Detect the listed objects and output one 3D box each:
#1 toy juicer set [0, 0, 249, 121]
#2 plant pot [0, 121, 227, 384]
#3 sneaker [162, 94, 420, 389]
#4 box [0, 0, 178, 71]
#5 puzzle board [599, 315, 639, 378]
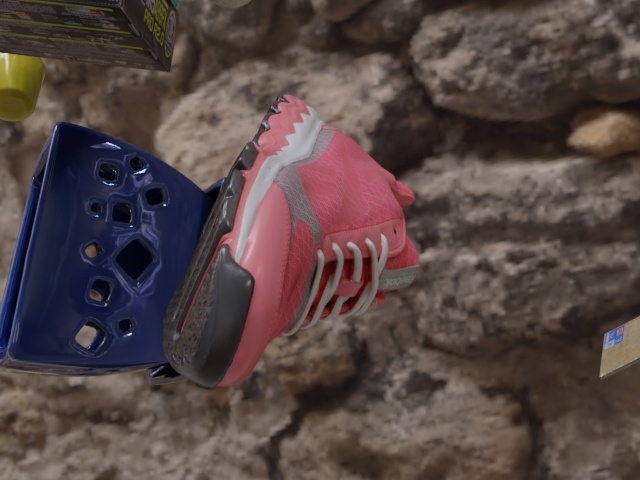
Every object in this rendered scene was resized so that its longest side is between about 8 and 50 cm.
[{"bbox_3d":[-0.261,-0.260,1.212,0.329,0.089,0.209,-23,-40,21],"label":"toy juicer set"},{"bbox_3d":[-0.203,0.034,1.215,0.212,0.236,0.236,13,-13,-18],"label":"plant pot"},{"bbox_3d":[0.000,-0.001,0.745,0.136,0.116,0.314,25,26,-2],"label":"sneaker"},{"bbox_3d":[-0.268,-0.206,0.988,0.270,0.060,0.216,7,-5,4],"label":"box"},{"bbox_3d":[0.402,0.128,1.512,0.096,0.011,0.128,-32,9,25],"label":"puzzle board"}]
